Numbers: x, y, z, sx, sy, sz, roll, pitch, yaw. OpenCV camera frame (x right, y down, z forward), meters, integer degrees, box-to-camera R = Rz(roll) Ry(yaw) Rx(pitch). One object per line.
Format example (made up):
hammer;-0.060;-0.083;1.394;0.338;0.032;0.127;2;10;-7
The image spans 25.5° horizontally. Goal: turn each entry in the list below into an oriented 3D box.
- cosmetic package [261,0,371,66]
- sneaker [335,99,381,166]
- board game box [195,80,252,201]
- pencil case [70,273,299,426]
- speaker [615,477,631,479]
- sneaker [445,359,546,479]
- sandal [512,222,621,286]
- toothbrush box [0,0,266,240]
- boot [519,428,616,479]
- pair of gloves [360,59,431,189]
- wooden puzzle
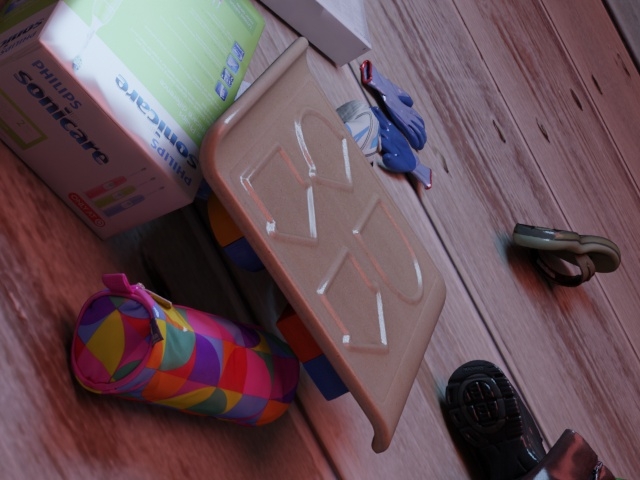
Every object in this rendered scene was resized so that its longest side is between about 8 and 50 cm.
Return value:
cosmetic package;-0.027;-0.334;1.880;0.239;0.060;0.099;34;36;-44
sneaker;0.026;-0.103;1.739;0.086;0.085;0.237;53;29;-9
board game box;-0.078;-0.101;1.536;0.211;0.039;0.160;16;50;-33
pencil case;-0.117;0.104;1.268;0.236;0.104;0.104;27;44;-54
speaker;0.387;0.378;1.910;0.296;0.131;0.131;21;48;-54
sneaker;0.252;0.287;1.783;0.130;0.109;0.286;20;52;-68
sandal;0.386;0.029;2.277;0.302;0.120;0.086;11;84;-56
toothbrush box;-0.187;-0.178;1.339;0.206;0.122;0.283;48;37;-29
boot;0.227;0.296;1.621;0.248;0.090;0.207;48;67;-30
pair of gloves;0.106;-0.159;2.010;0.159;0.023;0.198;43;32;-32
wooden puzzle;0.000;0.000;1.407;0.348;0.080;0.322;61;24;-14
